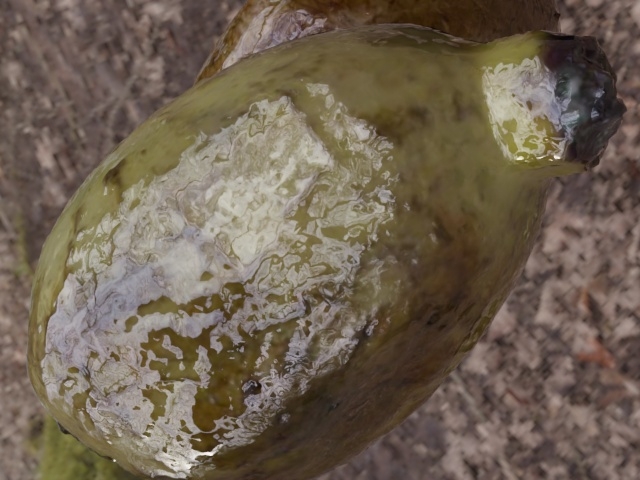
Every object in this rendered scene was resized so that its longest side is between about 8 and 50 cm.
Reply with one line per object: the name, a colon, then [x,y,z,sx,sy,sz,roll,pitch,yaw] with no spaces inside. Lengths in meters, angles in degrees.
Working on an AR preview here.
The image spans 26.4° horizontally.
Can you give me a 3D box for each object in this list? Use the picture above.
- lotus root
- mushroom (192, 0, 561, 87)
lotus root: [0.000,0.000,0.428,0.214,0.138,0.138,-34,90,22]
mushroom: [0.048,-0.102,1.046,0.239,0.345,0.345,46,135,-4]
